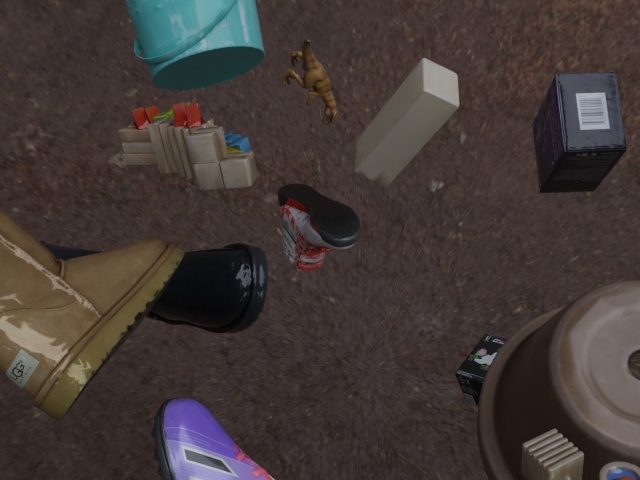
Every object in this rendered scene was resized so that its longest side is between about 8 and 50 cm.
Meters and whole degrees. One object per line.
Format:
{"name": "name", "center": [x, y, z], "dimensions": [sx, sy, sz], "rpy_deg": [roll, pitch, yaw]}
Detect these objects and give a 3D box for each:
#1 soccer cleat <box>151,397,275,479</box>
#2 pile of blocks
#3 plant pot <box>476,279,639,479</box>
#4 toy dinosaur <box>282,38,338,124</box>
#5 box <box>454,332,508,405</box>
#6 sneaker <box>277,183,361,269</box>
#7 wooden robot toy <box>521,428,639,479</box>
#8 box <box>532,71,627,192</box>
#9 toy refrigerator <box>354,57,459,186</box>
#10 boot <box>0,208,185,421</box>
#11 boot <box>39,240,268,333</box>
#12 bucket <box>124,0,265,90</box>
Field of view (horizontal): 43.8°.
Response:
{"name": "soccer cleat", "center": [-0.043, 0.275, 0.748], "dimensions": [0.116, 0.108, 0.318], "rpy_deg": [-34, 81, 16]}
{"name": "pile of blocks", "center": [-0.201, -0.175, 1.275], "dimensions": [0.148, 0.362, 0.113], "rpy_deg": [-25, 117, -31]}
{"name": "plant pot", "center": [0.275, 0.150, 0.716], "dimensions": [0.262, 0.229, 0.263], "rpy_deg": [-4, 63, 8]}
{"name": "toy dinosaur", "center": [-0.015, -0.292, 1.359], "dimensions": [0.112, 0.211, 0.064], "rpy_deg": [25, 67, 33]}
{"name": "box", "center": [0.234, 0.180, 1.092], "dimensions": [0.052, 0.062, 0.083], "rpy_deg": [13, 48, 46]}
{"name": "sneaker", "center": [0.001, -0.001, 1.495], "dimensions": [0.090, 0.270, 0.145], "rpy_deg": [-16, 118, -23]}
{"name": "wooden robot toy", "center": [0.168, 0.152, 0.432], "dimensions": [0.076, 0.173, 0.079], "rpy_deg": [-10, 119, -5]}
{"name": "box", "center": [0.464, -0.190, 1.446], "dimensions": [0.108, 0.207, 0.153], "rpy_deg": [-2, 71, 2]}
{"name": "toy refrigerator", "center": [0.178, -0.238, 1.653], "dimensions": [0.094, 0.269, 0.102], "rpy_deg": [21, 48, -18]}
{"name": "boot", "center": [-0.255, -0.011, 0.626], "dimensions": [0.269, 0.236, 0.089], "rpy_deg": [38, 112, -6]}
{"name": "boot", "center": [-0.197, 0.049, 0.836], "dimensions": [0.207, 0.246, 0.094], "rpy_deg": [7, 79, -35]}
{"name": "bucket", "center": [-0.252, -0.435, 1.628], "dimensions": [0.281, 0.281, 0.183], "rpy_deg": [-16, 86, 1]}
